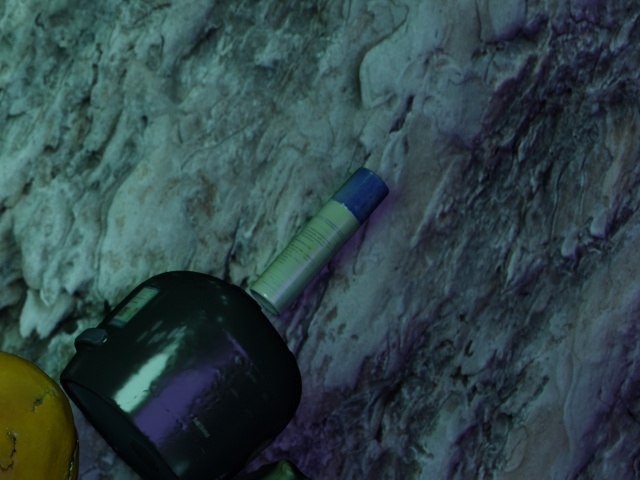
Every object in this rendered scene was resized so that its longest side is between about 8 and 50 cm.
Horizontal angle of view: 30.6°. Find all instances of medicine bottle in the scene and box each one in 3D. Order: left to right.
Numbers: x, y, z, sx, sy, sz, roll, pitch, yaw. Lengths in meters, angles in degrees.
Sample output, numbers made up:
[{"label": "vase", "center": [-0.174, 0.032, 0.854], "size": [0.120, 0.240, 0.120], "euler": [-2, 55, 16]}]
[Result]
[{"label": "medicine bottle", "center": [0.000, 0.000, 1.587], "size": [0.231, 0.059, 0.059], "euler": [-48, 113, -15]}]

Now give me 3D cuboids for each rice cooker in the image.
[{"label": "rice cooker", "center": [-0.165, 0.169, 1.421], "size": [0.224, 0.267, 0.267], "euler": [-46, 113, -23]}]

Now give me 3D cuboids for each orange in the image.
[{"label": "orange", "center": [-0.390, 0.245, 1.319], "size": [0.246, 0.246, 0.246], "euler": [-3, 97, -27]}]

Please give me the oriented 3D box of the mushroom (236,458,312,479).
[{"label": "mushroom", "center": [-0.160, 0.386, 1.423], "size": [0.344, 0.247, 0.130], "euler": [-23, 90, -9]}]
